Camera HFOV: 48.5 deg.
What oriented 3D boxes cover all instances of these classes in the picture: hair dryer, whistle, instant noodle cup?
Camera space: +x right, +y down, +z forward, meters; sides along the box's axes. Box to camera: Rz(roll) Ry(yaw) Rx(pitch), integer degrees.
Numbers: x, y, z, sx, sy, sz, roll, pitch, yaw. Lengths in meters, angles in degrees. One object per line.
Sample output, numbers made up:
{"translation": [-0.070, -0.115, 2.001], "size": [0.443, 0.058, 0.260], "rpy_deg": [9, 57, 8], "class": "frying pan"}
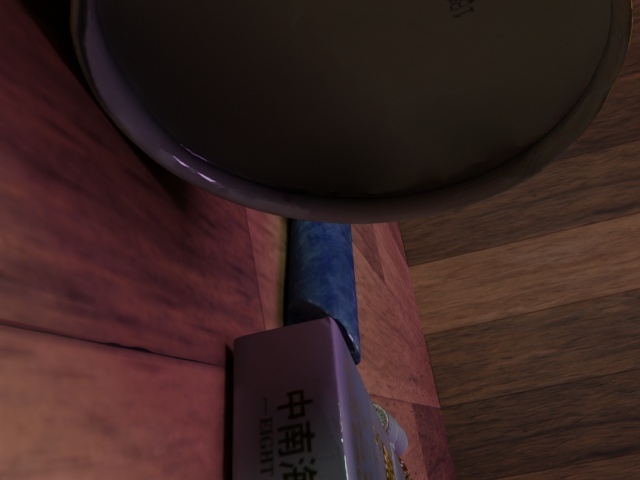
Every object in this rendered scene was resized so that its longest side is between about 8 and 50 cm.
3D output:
{"translation": [0.072, 0.279, 0.765], "size": [0.155, 0.044, 0.183], "rpy_deg": [55, 28, -63], "class": "hair dryer"}
{"translation": [0.000, 0.000, 0.657], "size": [0.304, 0.062, 0.062], "rpy_deg": [-92, 165, -52], "class": "whistle"}
{"translation": [0.014, -0.160, 0.362], "size": [0.311, 0.311, 0.222], "rpy_deg": [63, 27, -54], "class": "instant noodle cup"}

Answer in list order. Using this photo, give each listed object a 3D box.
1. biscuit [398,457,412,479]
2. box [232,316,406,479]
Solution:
{"translation": [0.118, 0.361, 0.930], "size": [0.126, 0.025, 0.206], "rpy_deg": [-83, 157, -66], "class": "biscuit"}
{"translation": [0.015, 0.180, 0.454], "size": [0.243, 0.067, 0.155], "rpy_deg": [67, 15, -48], "class": "box"}
